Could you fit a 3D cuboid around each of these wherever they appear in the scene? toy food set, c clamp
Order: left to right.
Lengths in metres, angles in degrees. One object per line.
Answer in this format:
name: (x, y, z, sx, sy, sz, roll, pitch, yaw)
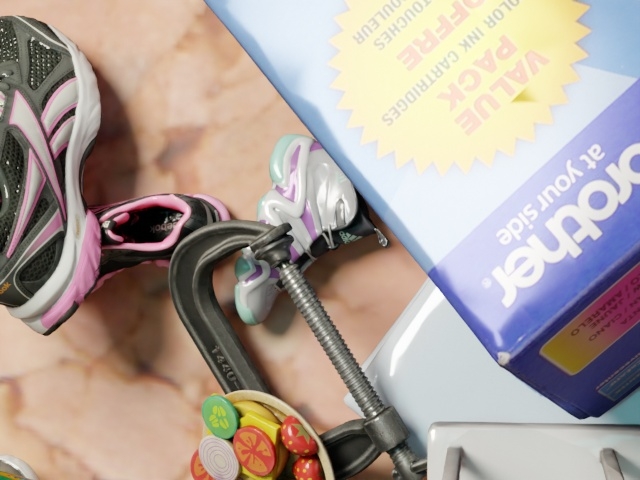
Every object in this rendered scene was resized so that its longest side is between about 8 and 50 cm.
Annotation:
toy food set: (-0.028, 0.111, 0.823, 0.082, 0.020, 0.083, 23, 123, 30)
c clamp: (-0.005, 0.052, 0.805, 0.161, 0.022, 0.137, 54, 138, 4)

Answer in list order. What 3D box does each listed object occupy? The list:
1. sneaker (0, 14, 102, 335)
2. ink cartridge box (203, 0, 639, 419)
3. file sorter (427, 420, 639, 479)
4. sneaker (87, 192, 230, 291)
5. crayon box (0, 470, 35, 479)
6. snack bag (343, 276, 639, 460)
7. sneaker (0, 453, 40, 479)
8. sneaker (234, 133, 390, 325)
sneaker: (-0.154, -0.046, 0.836, 0.072, 0.077, 0.178, -35, 49, 25)
ink cartridge box: (0.115, -0.114, 0.735, 0.270, 0.151, 0.395, -43, 66, 8)
file sorter: (0.175, 0.176, 0.647, 0.277, 0.173, 0.193, 0, 91, 7)
sneaker: (-0.107, -0.001, 0.858, 0.119, 0.057, 0.047, -15, 80, 12)
crayon box: (-0.107, 0.251, 0.739, 0.165, 0.081, 0.278, 13, 88, -8)
snack bag: (0.235, 0.042, 0.783, 0.342, 0.037, 0.323, 36, 92, 13)
sneaker: (-0.194, 0.176, 0.847, 0.061, 0.065, 0.158, 35, 91, 17)
sneaker: (0.000, 0.000, 0.842, 0.069, 0.038, 0.098, 15, 86, 15)
